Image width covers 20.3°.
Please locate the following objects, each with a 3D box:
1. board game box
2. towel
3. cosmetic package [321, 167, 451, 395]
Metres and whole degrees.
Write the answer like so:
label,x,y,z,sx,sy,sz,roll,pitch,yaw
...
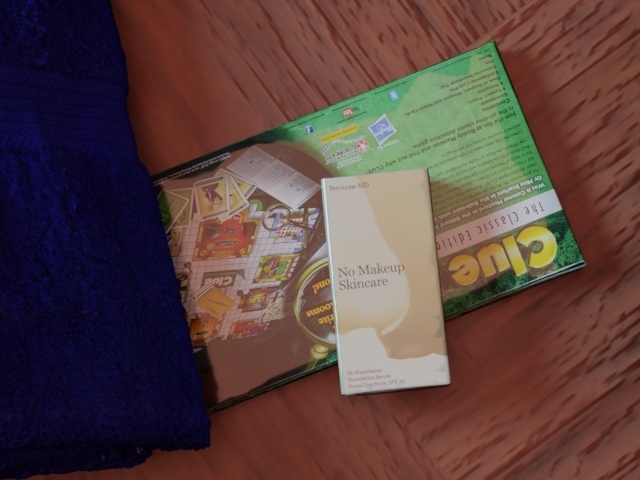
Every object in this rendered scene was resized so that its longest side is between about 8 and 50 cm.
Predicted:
label,x,y,z,sx,sy,sz,roll,pitch,yaw
board game box,0.000,0.000,0.978,0.259,0.030,0.136,-21,81,0
towel,-0.161,-0.038,0.872,0.076,0.227,0.308,-24,75,39
cosmetic package,0.034,0.023,0.939,0.060,0.041,0.115,-7,84,2
